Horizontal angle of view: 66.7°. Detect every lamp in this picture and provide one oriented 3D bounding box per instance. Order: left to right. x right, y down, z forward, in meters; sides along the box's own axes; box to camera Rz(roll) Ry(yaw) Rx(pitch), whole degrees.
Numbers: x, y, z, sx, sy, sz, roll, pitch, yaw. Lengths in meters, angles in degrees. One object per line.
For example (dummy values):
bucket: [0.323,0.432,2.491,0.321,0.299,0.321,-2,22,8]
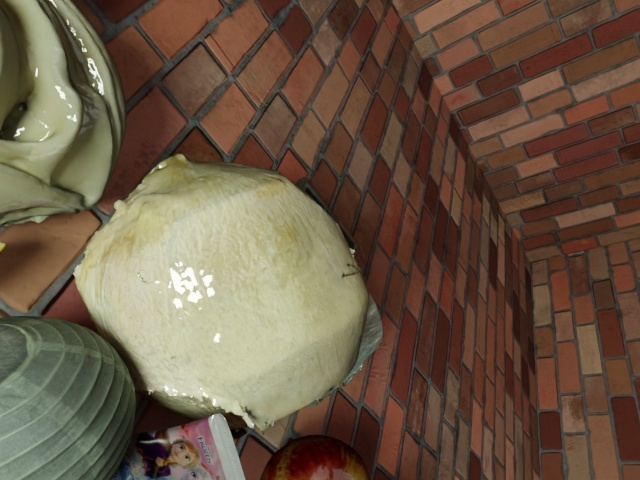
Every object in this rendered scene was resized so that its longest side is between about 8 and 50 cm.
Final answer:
lamp: [-0.310,0.194,0.455,0.233,0.233,0.265,63,32,-14]

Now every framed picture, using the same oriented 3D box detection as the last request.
framed picture: [0.000,0.000,1.164,0.260,0.023,0.189,50,43,-30]

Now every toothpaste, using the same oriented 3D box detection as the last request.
toothpaste: [-0.190,0.257,0.556,0.061,0.265,0.096,-18,89,-59]

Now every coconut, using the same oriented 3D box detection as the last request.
coconut: [-0.130,0.061,0.656,0.346,0.346,0.361,-24,86,-56]

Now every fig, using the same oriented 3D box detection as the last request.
fig: [-0.009,0.428,0.819,0.205,0.205,0.206,28,53,-46]

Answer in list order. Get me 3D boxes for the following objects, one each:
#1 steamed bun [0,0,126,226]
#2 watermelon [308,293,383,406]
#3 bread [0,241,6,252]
steamed bun: [-0.355,-0.165,0.529,0.324,0.219,0.310,9,79,-51]
watermelon: [0.009,0.142,0.897,0.228,0.258,0.387,50,44,-25]
bread: [-0.394,0.039,0.518,0.035,0.094,0.090,48,41,-29]
